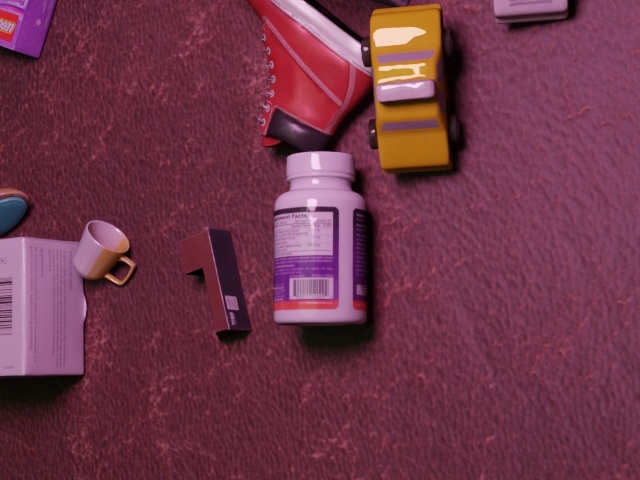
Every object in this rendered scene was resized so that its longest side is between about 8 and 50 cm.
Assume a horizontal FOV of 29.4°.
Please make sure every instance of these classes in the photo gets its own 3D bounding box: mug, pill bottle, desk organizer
[{"bbox_3d":[-0.287,0.022,1.589,0.064,0.062,0.078,-54,56,23],"label":"mug"},{"bbox_3d":[0.000,0.000,1.396,0.108,0.108,0.193,-3,83,30],"label":"pill bottle"},{"bbox_3d":[-0.131,0.054,1.502,0.050,0.047,0.130,-21,75,29],"label":"desk organizer"}]

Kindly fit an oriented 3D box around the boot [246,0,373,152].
[{"bbox_3d":[-0.056,-0.214,1.467,0.244,0.088,0.176,43,107,23],"label":"boot"}]

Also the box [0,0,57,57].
[{"bbox_3d":[-0.491,-0.396,1.751,0.293,0.057,0.201,22,95,30],"label":"box"}]

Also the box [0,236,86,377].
[{"bbox_3d":[-0.418,0.093,1.621,0.182,0.119,0.181,-6,82,30],"label":"box"}]

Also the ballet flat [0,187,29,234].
[{"bbox_3d":[-0.501,-0.022,1.709,0.232,0.080,0.073,-35,54,21],"label":"ballet flat"}]

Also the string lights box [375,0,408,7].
[{"bbox_3d":[-0.003,-0.338,1.346,0.133,0.260,0.077,23,96,31],"label":"string lights box"}]

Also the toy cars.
[{"bbox_3d":[0.158,-0.245,1.313,0.176,0.087,0.393,37,103,3],"label":"toy cars"}]
